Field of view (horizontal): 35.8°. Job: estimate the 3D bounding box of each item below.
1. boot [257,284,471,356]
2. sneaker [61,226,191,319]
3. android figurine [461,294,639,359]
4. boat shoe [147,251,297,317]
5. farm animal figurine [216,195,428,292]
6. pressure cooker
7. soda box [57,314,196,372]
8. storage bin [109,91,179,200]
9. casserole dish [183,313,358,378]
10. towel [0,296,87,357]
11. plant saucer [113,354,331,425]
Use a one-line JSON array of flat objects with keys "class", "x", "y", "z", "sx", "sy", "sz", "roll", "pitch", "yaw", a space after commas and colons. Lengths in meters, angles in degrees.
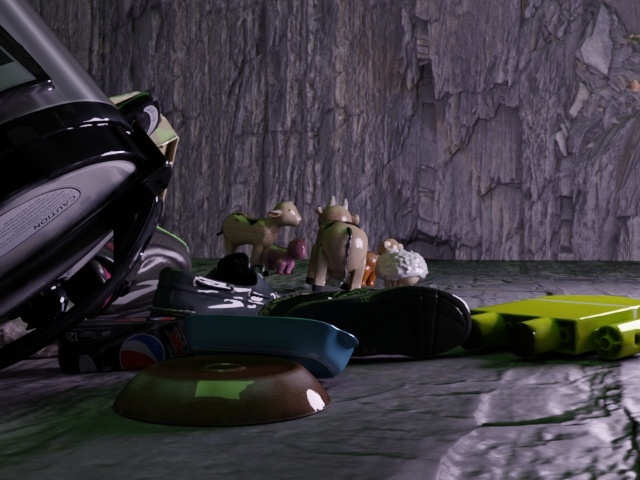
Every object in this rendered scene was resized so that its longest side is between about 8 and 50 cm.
[{"class": "boot", "x": 0.046, "y": 0.096, "z": 1.221, "sx": 0.237, "sy": 0.085, "sz": 0.179, "roll": -2, "pitch": 0, "yaw": -18}, {"class": "sneaker", "x": -0.371, "y": 0.067, "z": 1.524, "sx": 0.202, "sy": 0.185, "sz": 0.483, "roll": 31, "pitch": 18, "yaw": 32}, {"class": "android figurine", "x": 0.307, "y": 0.108, "z": 1.260, "sx": 0.273, "sy": 0.056, "sz": 0.248, "roll": -4, "pitch": 3, "yaw": -41}, {"class": "boat shoe", "x": -0.130, "y": 0.074, "z": 1.455, "sx": 0.127, "sy": 0.113, "sz": 0.340, "roll": 1, "pitch": 2, "yaw": 35}, {"class": "farm animal figurine", "x": 0.000, "y": 0.000, "z": 1.884, "sx": 0.331, "sy": 0.172, "sz": 0.327, "roll": 6, "pitch": 6, "yaw": -26}, {"class": "pressure cooker", "x": -0.381, "y": -0.073, "z": 1.018, "sx": 0.370, "sy": 0.420, "sz": 0.375, "roll": -43, "pitch": -9, "yaw": 25}, {"class": "soda box", "x": -0.208, "y": 0.115, "z": 1.120, "sx": 0.169, "sy": 0.053, "sz": 0.060, "roll": -2, "pitch": 3, "yaw": -20}, {"class": "storage bin", "x": -0.389, "y": -0.094, "z": 1.637, "sx": 0.260, "sy": 0.123, "sz": 0.262, "roll": -20, "pitch": -29, "yaw": -32}, {"class": "casserole dish", "x": -0.055, "y": 0.111, "z": 1.016, "sx": 0.189, "sy": 0.037, "sz": 0.114, "roll": 2, "pitch": -24, "yaw": 20}, {"class": "towel", "x": -0.430, "y": 0.102, "z": 1.214, "sx": 0.282, "sy": 0.049, "sz": 0.187, "roll": -2, "pitch": 12, "yaw": -30}, {"class": "plant saucer", "x": -0.089, "y": 0.132, "z": 0.908, "sx": 0.199, "sy": 0.036, "sz": 0.198, "roll": 0, "pitch": 3, "yaw": 0}]
